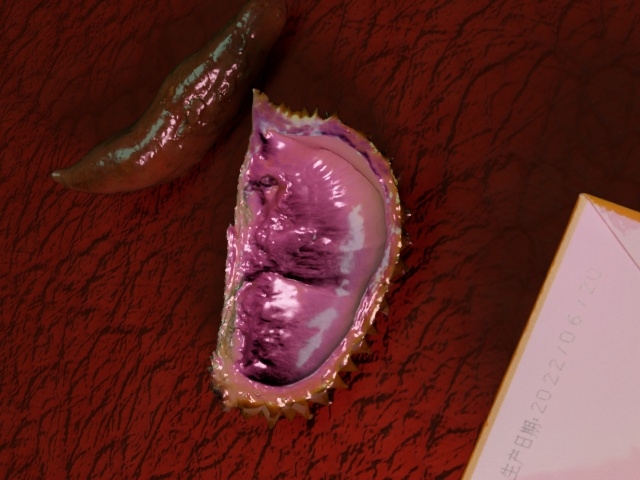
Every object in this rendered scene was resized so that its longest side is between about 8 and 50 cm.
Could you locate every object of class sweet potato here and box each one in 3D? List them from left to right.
[{"bbox_3d":[-0.158,-0.148,2.180,0.354,0.095,0.106,-40,88,11],"label":"sweet potato"}]

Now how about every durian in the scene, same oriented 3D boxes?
[{"bbox_3d":[-0.003,0.026,1.885,0.112,0.191,0.341,8,-91,-86],"label":"durian"}]

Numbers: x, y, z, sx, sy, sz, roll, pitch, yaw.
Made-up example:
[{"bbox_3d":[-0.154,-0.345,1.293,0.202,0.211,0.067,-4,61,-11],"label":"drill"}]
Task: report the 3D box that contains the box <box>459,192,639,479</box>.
[{"bbox_3d":[0.277,0.153,1.366,0.259,0.214,0.283,22,90,24],"label":"box"}]
